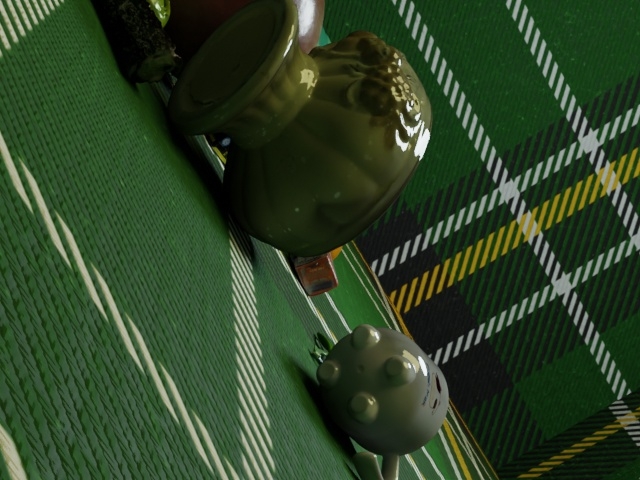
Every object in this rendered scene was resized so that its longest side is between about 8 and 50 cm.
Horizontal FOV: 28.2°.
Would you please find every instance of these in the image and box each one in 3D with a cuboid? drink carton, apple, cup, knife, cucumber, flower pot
[{"bbox_3d":[-0.117,-0.129,1.914,0.071,0.056,0.166,59,3,39],"label":"drink carton"},{"bbox_3d":[-0.128,-0.351,1.803,0.306,0.305,0.235,61,0,21],"label":"apple"},{"bbox_3d":[0.057,0.185,1.458,0.134,0.174,0.142,26,-10,27],"label":"cup"},{"bbox_3d":[0.012,0.154,1.686,0.078,0.022,0.166,64,4,-11],"label":"knife"},{"bbox_3d":[-0.228,-0.266,1.519,0.067,0.067,0.245,55,4,-47],"label":"cucumber"},{"bbox_3d":[-0.033,-0.157,1.605,0.244,0.307,0.307,38,14,-30],"label":"flower pot"}]

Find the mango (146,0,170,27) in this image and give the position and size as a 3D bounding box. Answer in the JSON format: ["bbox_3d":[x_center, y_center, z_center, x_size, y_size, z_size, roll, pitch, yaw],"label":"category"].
[{"bbox_3d":[-0.239,-0.336,1.656,0.091,0.074,0.165,73,5,-57],"label":"mango"}]

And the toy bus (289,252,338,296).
[{"bbox_3d":[-0.012,0.030,2.024,0.192,0.065,0.077,-102,172,-76],"label":"toy bus"}]

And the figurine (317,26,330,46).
[{"bbox_3d":[-0.105,-0.317,2.055,0.340,0.231,0.323,50,-31,4],"label":"figurine"}]

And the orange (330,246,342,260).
[{"bbox_3d":[0.000,0.001,2.241,0.084,0.083,0.083,59,4,-7],"label":"orange"}]
